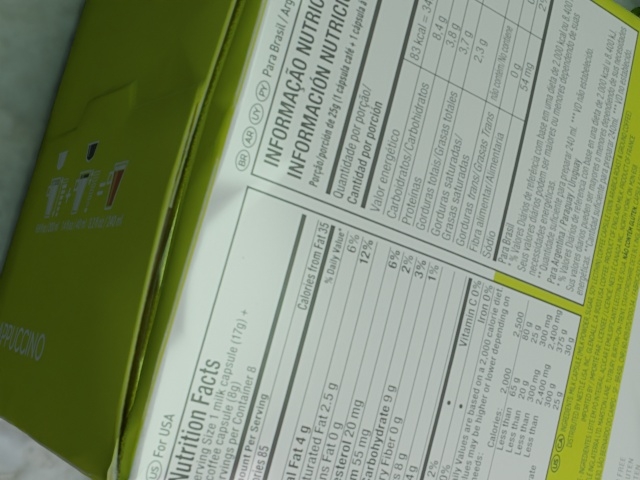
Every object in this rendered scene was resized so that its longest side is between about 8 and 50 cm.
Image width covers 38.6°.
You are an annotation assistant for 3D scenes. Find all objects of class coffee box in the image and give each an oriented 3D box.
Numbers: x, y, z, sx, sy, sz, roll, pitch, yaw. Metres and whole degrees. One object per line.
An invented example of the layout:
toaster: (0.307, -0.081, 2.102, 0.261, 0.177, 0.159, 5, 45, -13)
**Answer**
coffee box: (0.000, 0.000, 0.617, 0.335, 0.338, 0.338, 20, 79, -30)

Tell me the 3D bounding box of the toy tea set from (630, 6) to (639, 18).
toy tea set: (0.461, -0.262, 1.056, 0.336, 0.124, 0.200, -2, 118, -45)
